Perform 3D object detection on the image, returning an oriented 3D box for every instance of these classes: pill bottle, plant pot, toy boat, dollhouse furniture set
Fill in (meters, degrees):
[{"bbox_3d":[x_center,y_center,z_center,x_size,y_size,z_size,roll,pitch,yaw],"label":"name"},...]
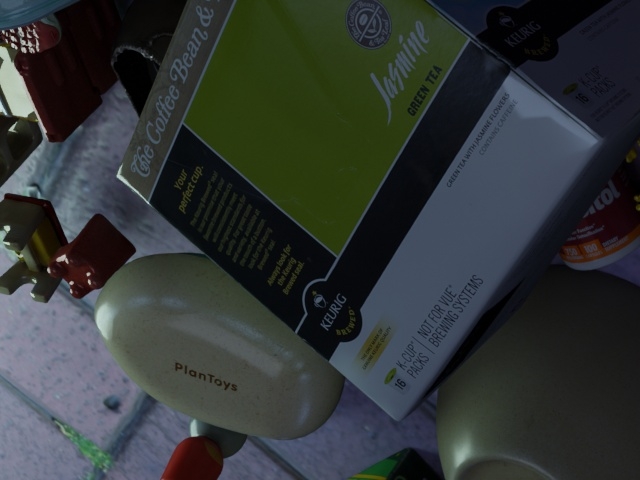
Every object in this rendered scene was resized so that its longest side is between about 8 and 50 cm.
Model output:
[{"bbox_3d":[0.219,-0.057,1.258,0.086,0.086,0.152,-15,114,41],"label":"pill bottle"},{"bbox_3d":[0.222,0.192,1.378,0.284,0.191,0.284,19,131,23],"label":"plant pot"},{"bbox_3d":[-0.107,0.138,1.501,0.267,0.148,0.318,23,131,10],"label":"toy boat"},{"bbox_3d":[-0.289,-0.104,1.543,0.201,0.152,0.374,12,138,27],"label":"dollhouse furniture set"}]

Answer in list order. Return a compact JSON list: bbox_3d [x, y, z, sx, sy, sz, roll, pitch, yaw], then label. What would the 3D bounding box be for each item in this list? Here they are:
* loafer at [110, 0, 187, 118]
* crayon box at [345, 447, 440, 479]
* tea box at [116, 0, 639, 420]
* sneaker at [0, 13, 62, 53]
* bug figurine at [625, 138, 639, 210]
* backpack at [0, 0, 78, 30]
[{"bbox_3d":[-0.119,-0.076,1.445,0.134,0.130,0.366,-6,119,38],"label":"loafer"},{"bbox_3d":[-0.010,0.377,1.676,0.081,0.202,0.318,47,135,-5],"label":"crayon box"},{"bbox_3d":[0.061,-0.102,1.137,0.323,0.220,0.329,41,133,11],"label":"tea box"},{"bbox_3d":[-0.278,-0.268,1.368,0.088,0.093,0.225,99,153,-51],"label":"sneaker"},{"bbox_3d":[0.335,-0.089,1.163,0.216,0.072,0.279,-16,115,43],"label":"bug figurine"},{"bbox_3d":[-0.264,-0.277,1.183,0.225,0.253,0.191,24,135,56],"label":"backpack"}]
